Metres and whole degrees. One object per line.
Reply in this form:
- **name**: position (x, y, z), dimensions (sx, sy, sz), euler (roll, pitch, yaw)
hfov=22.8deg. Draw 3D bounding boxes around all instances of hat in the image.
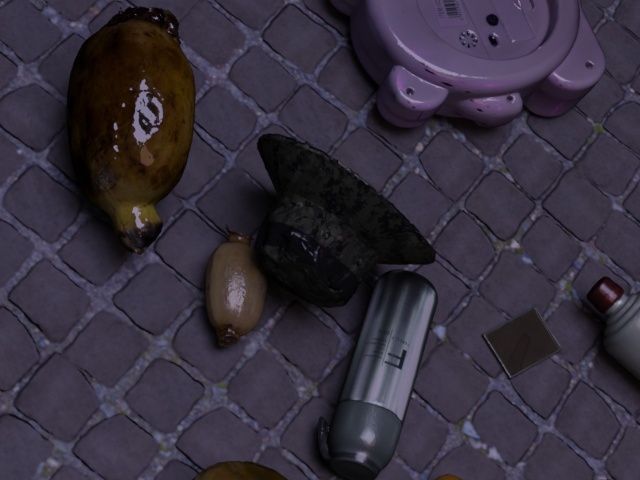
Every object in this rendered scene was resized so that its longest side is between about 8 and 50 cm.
- **hat**: position (0.000, 0.000, 1.798), dimensions (0.265, 0.265, 0.128), euler (33, 77, -3)

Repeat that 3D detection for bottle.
- **bottle**: position (0.064, 0.153, 1.832), dimensions (0.096, 0.079, 0.254), euler (11, 59, 12)
- **bottle**: position (0.431, 0.137, 1.963), dimensions (0.245, 0.104, 0.104), euler (42, 58, 2)

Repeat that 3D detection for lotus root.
- **lotus root**: position (-0.217, -0.136, 1.807), dimensions (0.141, 0.169, 0.314), euler (6, 67, -18)
- **lotus root**: position (-0.097, 0.050, 1.826), dimensions (0.073, 0.062, 0.150), euler (12, 62, -16)

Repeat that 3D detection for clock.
- **clock**: position (0.188, -0.286, 2.070), dimensions (0.322, 0.113, 0.295), euler (-15, 72, -25)

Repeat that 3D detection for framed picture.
- **framed picture**: position (0.249, 0.126, 1.955), dimensions (0.089, 0.007, 0.066), euler (-26, 77, -29)

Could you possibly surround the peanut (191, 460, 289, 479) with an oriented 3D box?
- **peanut**: position (-0.038, 0.315, 1.697), dimensions (0.236, 0.120, 0.110), euler (31, 81, -14)

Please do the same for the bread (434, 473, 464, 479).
- **bread**: position (0.214, 0.374, 1.757), dimensions (0.311, 0.121, 0.173), euler (26, 60, -7)
